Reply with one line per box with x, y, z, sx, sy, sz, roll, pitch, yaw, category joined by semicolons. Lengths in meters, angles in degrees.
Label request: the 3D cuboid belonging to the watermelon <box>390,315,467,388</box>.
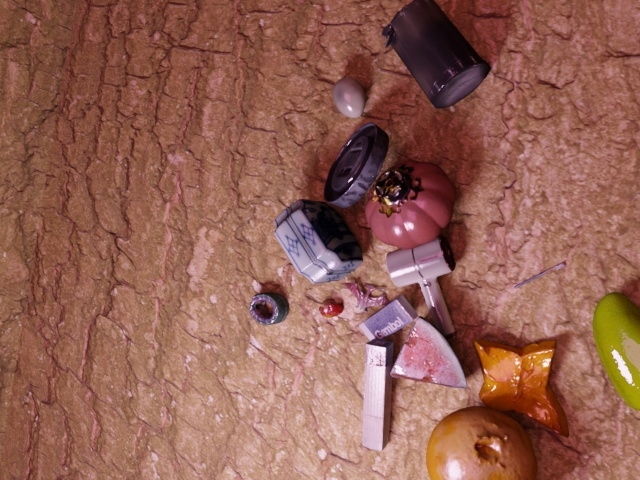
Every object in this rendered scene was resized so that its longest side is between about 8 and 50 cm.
0.329;0.396;1.792;0.201;0.213;0.261;-34;75;-9;watermelon

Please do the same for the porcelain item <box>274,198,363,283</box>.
0.000;0.000;1.946;0.157;0.281;0.285;-40;70;23;porcelain item

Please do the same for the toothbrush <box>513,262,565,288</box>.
0.680;0.112;1.750;0.167;0.011;0.014;-31;81;22;toothbrush

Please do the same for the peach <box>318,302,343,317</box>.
0.041;0.255;2.050;0.084;0.077;0.050;-11;76;-17;peach

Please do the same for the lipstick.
0.195;0.525;1.917;0.080;0.076;0.370;7;101;26;lipstick

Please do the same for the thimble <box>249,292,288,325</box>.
-0.195;0.260;2.143;0.135;0.090;0.118;15;95;27;thimble

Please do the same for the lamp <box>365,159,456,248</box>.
0.277;-0.126;1.807;0.306;0.240;0.305;-21;52;30;lamp

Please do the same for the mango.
0.879;0.307;1.564;0.193;0.156;0.342;-27;76;23;mango

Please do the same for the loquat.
0.474;0.655;1.675;0.329;0.328;0.327;-1;88;27;loquat

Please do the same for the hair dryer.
0.369;0.181;1.858;0.203;0.128;0.361;-20;88;25;hair dryer

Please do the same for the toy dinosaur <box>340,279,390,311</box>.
0.167;0.201;1.996;0.220;0.032;0.108;24;96;16;toy dinosaur

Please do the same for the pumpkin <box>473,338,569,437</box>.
0.613;0.445;1.730;0.259;0.095;0.289;-4;90;22;pumpkin

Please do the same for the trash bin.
0.372;-0.607;1.820;0.252;0.203;0.301;-26;72;-17;trash bin

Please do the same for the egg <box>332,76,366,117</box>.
0.104;-0.507;1.999;0.114;0.114;0.152;-26;81;24;egg

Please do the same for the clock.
0.118;-0.251;1.907;0.062;0.312;0.312;28;105;-20;clock

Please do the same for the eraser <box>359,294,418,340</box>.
0.228;0.270;1.910;0.091;0.046;0.212;52;132;5;eraser
